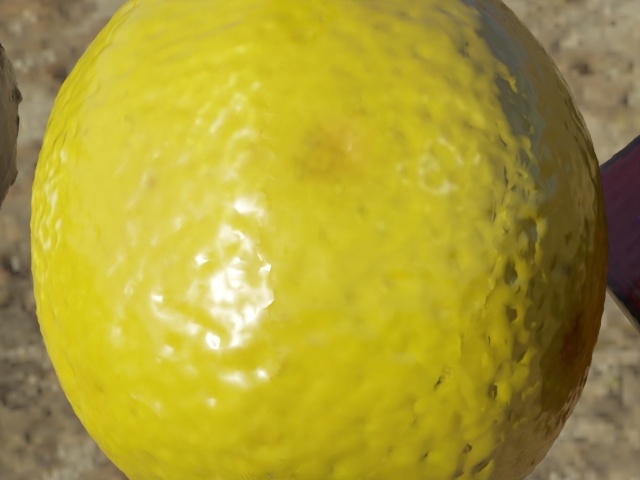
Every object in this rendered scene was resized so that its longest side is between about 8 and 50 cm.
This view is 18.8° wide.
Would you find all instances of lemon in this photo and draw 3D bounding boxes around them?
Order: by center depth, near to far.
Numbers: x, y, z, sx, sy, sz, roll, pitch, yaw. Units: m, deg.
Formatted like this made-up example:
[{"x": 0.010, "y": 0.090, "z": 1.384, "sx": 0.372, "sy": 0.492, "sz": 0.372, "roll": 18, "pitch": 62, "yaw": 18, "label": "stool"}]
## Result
[{"x": 0.002, "y": 0.008, "z": 0.767, "sx": 0.228, "sy": 0.228, "sz": 0.253, "roll": -9, "pitch": 72, "yaw": -6, "label": "lemon"}]

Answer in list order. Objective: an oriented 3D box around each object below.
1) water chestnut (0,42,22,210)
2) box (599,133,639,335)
[{"x": -0.390, "y": -0.090, "z": 1.593, "sx": 0.300, "sy": 0.300, "sz": 0.300, "roll": -5, "pitch": 28, "yaw": 2, "label": "water chestnut"}, {"x": 0.251, "y": 0.100, "z": 0.885, "sx": 0.089, "sy": 0.313, "sz": 0.197, "roll": -39, "pitch": 33, "yaw": 8, "label": "box"}]
